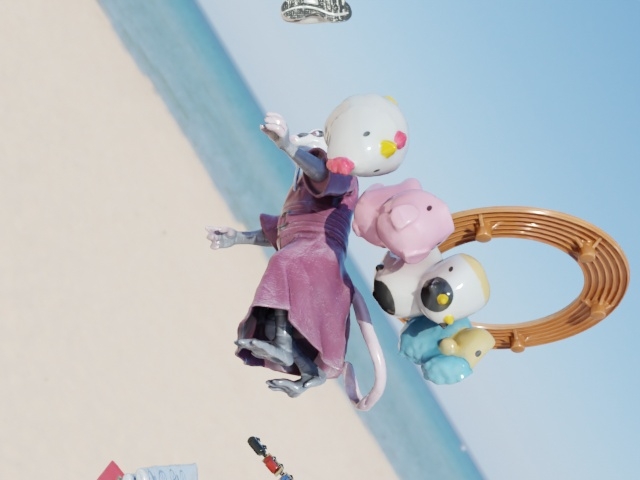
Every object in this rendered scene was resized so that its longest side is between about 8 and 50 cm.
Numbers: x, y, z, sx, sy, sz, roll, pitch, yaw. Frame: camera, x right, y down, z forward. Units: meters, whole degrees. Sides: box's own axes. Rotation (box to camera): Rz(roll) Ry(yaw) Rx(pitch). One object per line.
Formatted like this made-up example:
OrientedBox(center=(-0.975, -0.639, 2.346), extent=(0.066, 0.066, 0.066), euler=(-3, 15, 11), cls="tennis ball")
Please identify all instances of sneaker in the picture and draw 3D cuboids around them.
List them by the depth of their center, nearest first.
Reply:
OrientedBox(center=(-0.008, -0.341, 1.655), extent=(0.044, 0.109, 0.040), euler=(154, -63, -79), cls="sneaker")

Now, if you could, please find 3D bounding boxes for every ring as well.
OrientedBox(center=(0.244, 0.066, 1.500), extent=(0.336, 0.337, 0.032), euler=(58, 30, -49), cls="ring")

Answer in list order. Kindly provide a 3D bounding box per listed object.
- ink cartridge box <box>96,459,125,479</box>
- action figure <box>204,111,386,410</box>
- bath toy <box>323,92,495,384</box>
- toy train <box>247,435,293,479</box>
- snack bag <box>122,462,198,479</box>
OrientedBox(center=(-0.255, 0.558, 2.017), extent=(0.385, 0.091, 0.308), euler=(49, 4, -2), cls="ink cartridge box")
OrientedBox(center=(0.000, 0.000, 1.447), extent=(0.276, 0.370, 0.248), euler=(20, -27, -12), cls="action figure")
OrientedBox(center=(0.099, -0.003, 1.304), extent=(0.348, 0.151, 0.129), euler=(67, 31, -22), cls="bath toy")
OrientedBox(center=(-0.092, 0.446, 2.207), extent=(0.158, 0.027, 0.036), euler=(44, -1, 27), cls="toy train")
OrientedBox(center=(-0.130, 0.401, 1.154), extent=(0.323, 0.037, 0.342), euler=(79, -2, -78), cls="snack bag")
